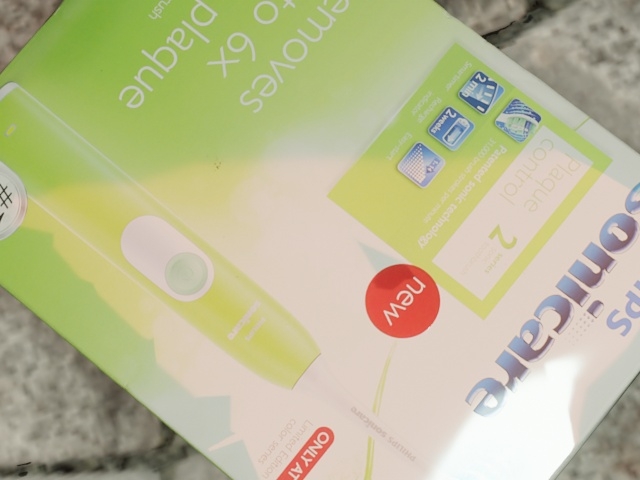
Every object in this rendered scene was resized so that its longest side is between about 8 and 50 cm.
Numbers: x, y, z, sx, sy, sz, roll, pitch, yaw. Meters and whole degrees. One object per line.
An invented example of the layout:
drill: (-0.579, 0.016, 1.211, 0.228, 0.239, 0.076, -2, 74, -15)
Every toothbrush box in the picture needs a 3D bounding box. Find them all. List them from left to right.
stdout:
toothbrush box: (0.000, 0.000, 0.693, 0.283, 0.122, 0.206, 39, 84, 9)
